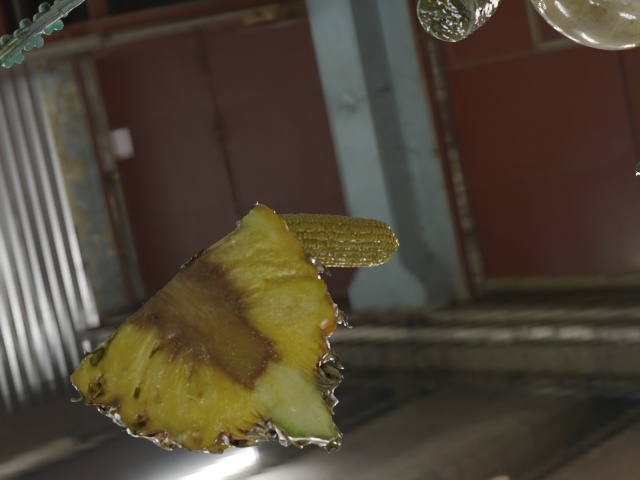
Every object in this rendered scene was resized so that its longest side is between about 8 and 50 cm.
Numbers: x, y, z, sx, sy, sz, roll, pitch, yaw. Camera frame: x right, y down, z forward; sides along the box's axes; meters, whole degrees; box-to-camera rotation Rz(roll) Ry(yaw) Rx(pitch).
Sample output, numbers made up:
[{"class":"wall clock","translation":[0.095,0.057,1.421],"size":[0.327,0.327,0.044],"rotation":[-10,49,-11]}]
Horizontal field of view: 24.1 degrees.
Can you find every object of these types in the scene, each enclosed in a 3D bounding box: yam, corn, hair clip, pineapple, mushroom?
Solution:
[{"class":"yam","translation":[0.208,-0.357,2.218],"size":[0.107,0.107,0.183],"rotation":[-7,-158,30]},{"class":"corn","translation":[0.000,0.000,2.128],"size":[0.238,0.080,0.080],"rotation":[-1,-178,-28]},{"class":"hair clip","translation":[-0.402,-0.294,2.113],"size":[0.173,0.049,0.049],"rotation":[-44,-157,-25]},{"class":"pineapple","translation":[-0.096,0.174,1.799],"size":[0.344,0.286,0.209],"rotation":[-43,170,-20]},{"class":"mushroom","translation":[0.313,-0.322,1.597],"size":[0.255,0.255,0.184],"rotation":[-16,-169,-31]}]

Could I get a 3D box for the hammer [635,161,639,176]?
[{"class":"hammer","translation":[0.517,-0.051,1.901],"size":[0.027,0.125,0.297],"rotation":[-23,-144,-32]}]
